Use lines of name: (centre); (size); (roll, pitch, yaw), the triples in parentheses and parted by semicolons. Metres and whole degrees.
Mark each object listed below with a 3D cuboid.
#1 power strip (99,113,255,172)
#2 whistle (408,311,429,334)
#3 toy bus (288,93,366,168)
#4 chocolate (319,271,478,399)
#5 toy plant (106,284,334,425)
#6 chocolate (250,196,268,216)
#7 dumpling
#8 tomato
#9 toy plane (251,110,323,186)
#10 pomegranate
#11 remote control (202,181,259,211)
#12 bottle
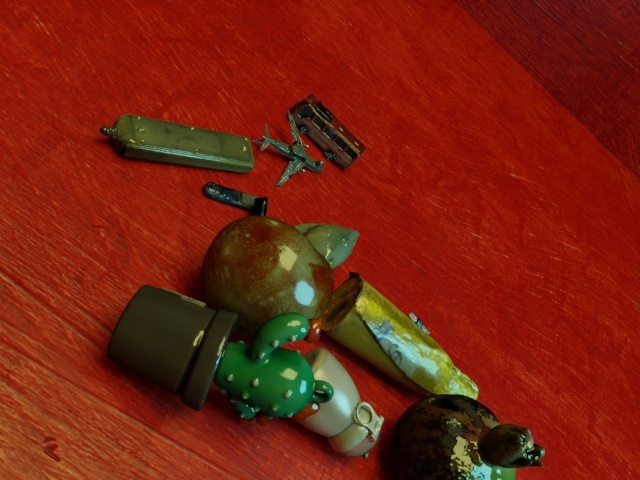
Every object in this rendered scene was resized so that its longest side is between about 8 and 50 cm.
power strip: (-0.323, -0.221, 1.497); (0.388, 0.066, 0.092); (5, 60, -41)
whistle: (0.259, 0.226, 1.707); (0.033, 0.029, 0.083); (-43, 100, -32)
toy bus: (0.019, -0.309, 1.827); (0.235, 0.096, 0.073); (44, 40, -9)
chocolate: (0.208, 0.259, 1.541); (0.445, 0.162, 0.162); (37, 44, -17)
toy plant: (-0.164, 0.216, 1.166); (0.400, 0.279, 0.185); (25, 9, -3)
chocolate: (-0.149, -0.032, 1.507); (0.070, 0.072, 0.147); (37, 49, -19)
dumpling: (0.009, -0.002, 1.592); (0.217, 0.105, 0.149); (-30, 83, -47)
tomato: (-0.116, 0.090, 1.308); (0.270, 0.270, 0.222); (39, 67, -13)
toy plane: (-0.073, -0.232, 1.720); (0.226, 0.058, 0.226); (20, 66, -29)
pomegranate: (0.313, 0.450, 1.361); (0.285, 0.341, 0.285); (19, 55, -28)
remote control: (-0.208, -0.103, 1.537); (0.153, 0.027, 0.043); (17, 47, -34)
bottle: (0.030, 0.351, 1.338); (0.236, 0.147, 0.147); (48, 42, -10)
